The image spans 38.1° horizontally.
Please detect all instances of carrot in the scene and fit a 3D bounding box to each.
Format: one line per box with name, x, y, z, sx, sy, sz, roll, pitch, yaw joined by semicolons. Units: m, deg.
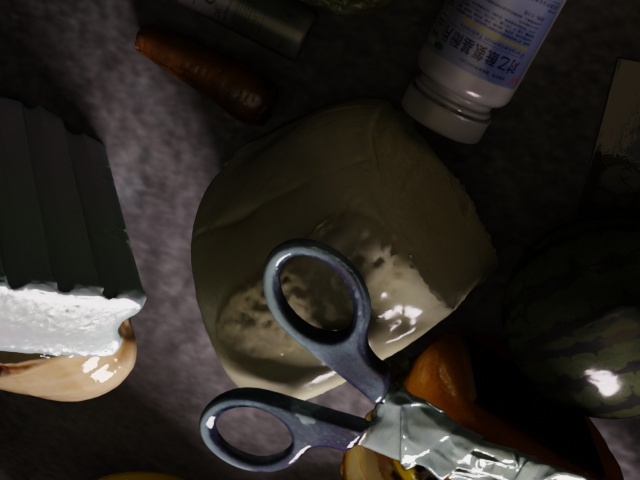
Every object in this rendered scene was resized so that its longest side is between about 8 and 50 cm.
carrot;-0.118;-0.176;0.973;0.161;0.055;0.055;31;113;3

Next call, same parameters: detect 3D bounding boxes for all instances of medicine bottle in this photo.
medicine bottle;-0.102;-0.249;0.934;0.199;0.057;0.058;28;113;-2
medicine bottle;0.157;-0.194;0.890;0.102;0.103;0.187;27;113;-2

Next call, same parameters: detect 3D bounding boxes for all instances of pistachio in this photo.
pistachio;-0.315;0.115;1.067;0.229;0.157;0.157;-10;110;26

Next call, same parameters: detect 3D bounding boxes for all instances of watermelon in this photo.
watermelon;0.286;0.075;0.922;0.212;0.212;0.212;3;112;8

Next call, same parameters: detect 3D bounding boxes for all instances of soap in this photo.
soap;-0.300;-0.021;0.963;0.173;0.289;0.095;9;129;-34

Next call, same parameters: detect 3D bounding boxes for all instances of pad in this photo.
pad;0.346;-0.086;0.958;0.127;0.004;0.190;10;113;5

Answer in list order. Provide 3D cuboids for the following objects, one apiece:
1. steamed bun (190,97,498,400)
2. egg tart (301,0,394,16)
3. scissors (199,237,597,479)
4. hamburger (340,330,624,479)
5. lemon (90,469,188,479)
steamed bun;0.000;0.000;0.939;0.290;0.273;0.272;-38;86;17
egg tart;0.026;-0.312;0.879;0.197;0.078;0.197;4;113;10
scissors;0.088;0.177;0.815;0.383;0.029;0.256;28;118;3
hamburger;0.159;0.251;0.977;0.291;0.291;0.225;35;114;-6
lemon;-0.219;0.408;1.118;0.310;0.258;0.258;-4;111;8
